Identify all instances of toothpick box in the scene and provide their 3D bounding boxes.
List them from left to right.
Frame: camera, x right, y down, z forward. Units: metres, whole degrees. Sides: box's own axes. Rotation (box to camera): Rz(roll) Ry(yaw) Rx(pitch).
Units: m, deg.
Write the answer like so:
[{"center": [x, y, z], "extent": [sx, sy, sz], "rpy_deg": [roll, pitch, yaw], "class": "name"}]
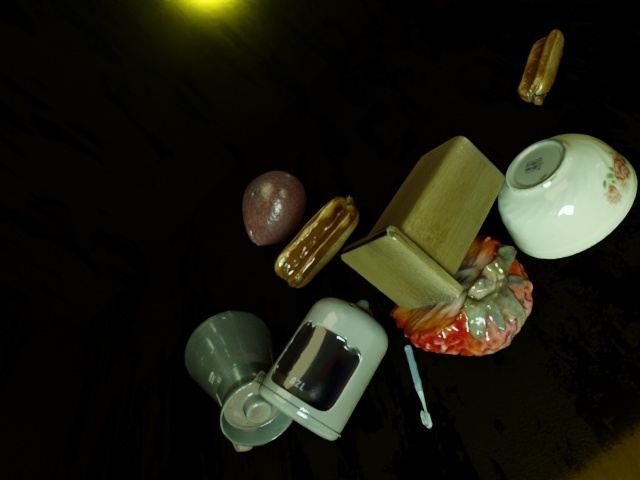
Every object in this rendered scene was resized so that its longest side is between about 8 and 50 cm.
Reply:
[{"center": [0.027, 0.275, 1.381], "extent": [0.316, 0.229, 0.229], "rpy_deg": [-57, 27, -15], "class": "toothpick box"}, {"center": [0.220, -0.043, 1.198], "extent": [0.308, 0.190, 0.187], "rpy_deg": [-55, 12, -28], "class": "toothpick box"}]

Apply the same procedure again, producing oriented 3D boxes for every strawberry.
[{"center": [0.285, 0.130, 1.222], "extent": [0.265, 0.149, 0.336], "rpy_deg": [-59, 17, -19], "class": "strawberry"}]

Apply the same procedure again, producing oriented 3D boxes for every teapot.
[{"center": [-0.218, 0.381, 1.608], "extent": [0.344, 0.254, 0.299], "rpy_deg": [-134, 50, -59], "class": "teapot"}]

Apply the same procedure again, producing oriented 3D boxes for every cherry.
[{"center": [-0.171, -0.118, 2.167], "extent": [0.261, 0.221, 0.307], "rpy_deg": [-23, 50, 57], "class": "cherry"}]

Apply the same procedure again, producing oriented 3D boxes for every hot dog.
[{"center": [0.000, 0.000, 1.862], "extent": [0.135, 0.100, 0.337], "rpy_deg": [40, 88, 19], "class": "hot dog"}, {"center": [0.581, -0.450, 1.560], "extent": [0.100, 0.068, 0.249], "rpy_deg": [-32, 27, 58], "class": "hot dog"}]

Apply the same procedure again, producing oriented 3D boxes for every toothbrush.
[{"center": [0.203, 0.301, 1.259], "extent": [0.016, 0.019, 0.219], "rpy_deg": [-45, 27, 24], "class": "toothbrush"}]

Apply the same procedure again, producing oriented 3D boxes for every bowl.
[{"center": [0.475, -0.111, 1.220], "extent": [0.277, 0.145, 0.277], "rpy_deg": [-35, 32, 26], "class": "bowl"}]
